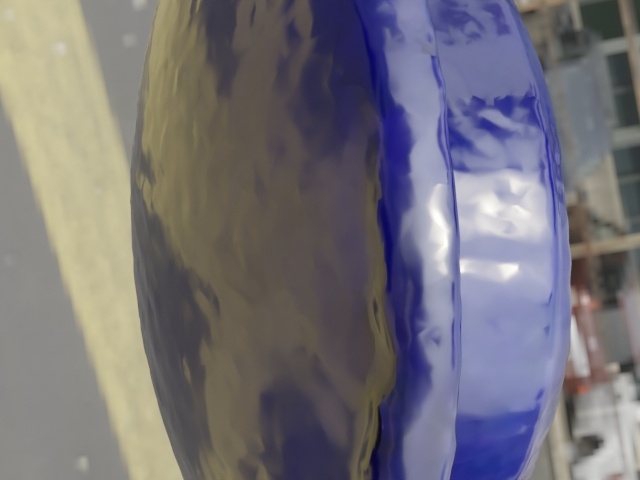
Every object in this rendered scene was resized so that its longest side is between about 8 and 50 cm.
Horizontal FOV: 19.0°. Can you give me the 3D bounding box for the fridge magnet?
[{"bbox_3d":[0.000,0.000,0.625,0.265,0.113,0.265,176,-90,-73],"label":"fridge magnet"}]
